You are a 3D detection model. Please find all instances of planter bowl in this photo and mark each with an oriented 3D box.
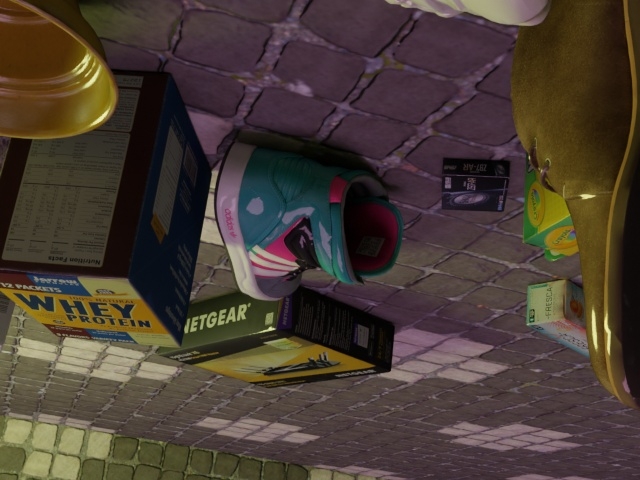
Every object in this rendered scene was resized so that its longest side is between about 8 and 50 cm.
[{"bbox_3d":[-0.252,-0.167,0.663,0.217,0.090,0.217,5,158,2],"label":"planter bowl"}]

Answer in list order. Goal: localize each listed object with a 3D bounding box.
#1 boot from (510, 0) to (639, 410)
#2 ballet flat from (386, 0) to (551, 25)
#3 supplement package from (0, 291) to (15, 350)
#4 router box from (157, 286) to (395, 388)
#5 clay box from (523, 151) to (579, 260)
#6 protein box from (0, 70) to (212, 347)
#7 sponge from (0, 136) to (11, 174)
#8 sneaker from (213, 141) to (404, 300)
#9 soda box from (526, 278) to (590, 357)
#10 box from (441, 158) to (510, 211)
[{"bbox_3d":[0.183,-0.045,0.555,0.112,0.305,0.115,19,159,-38],"label":"boot"},{"bbox_3d":[0.146,-0.182,0.454,0.409,0.146,0.147,-5,155,29],"label":"ballet flat"},{"bbox_3d":[-0.549,0.109,1.364,0.134,0.139,0.244,16,157,-19],"label":"supplement package"},{"bbox_3d":[-0.074,0.161,1.425,0.243,0.080,0.309,25,152,-36],"label":"router box"},{"bbox_3d":[0.225,-0.074,0.700,0.053,0.127,0.222,15,156,-17],"label":"clay box"},{"bbox_3d":[-0.202,-0.025,0.848,0.136,0.201,0.199,4,158,7],"label":"protein box"},{"bbox_3d":[-0.337,-0.063,0.907,0.031,0.117,0.210,-2,156,16],"label":"sponge"},{"bbox_3d":[0.000,0.000,0.970,0.179,0.123,0.295,13,158,11],"label":"sneaker"},{"bbox_3d":[0.356,0.111,1.206,0.063,0.058,0.183,-15,149,42],"label":"soda box"},{"bbox_3d":[0.158,-0.056,0.909,0.067,0.018,0.083,3,158,8],"label":"box"}]
